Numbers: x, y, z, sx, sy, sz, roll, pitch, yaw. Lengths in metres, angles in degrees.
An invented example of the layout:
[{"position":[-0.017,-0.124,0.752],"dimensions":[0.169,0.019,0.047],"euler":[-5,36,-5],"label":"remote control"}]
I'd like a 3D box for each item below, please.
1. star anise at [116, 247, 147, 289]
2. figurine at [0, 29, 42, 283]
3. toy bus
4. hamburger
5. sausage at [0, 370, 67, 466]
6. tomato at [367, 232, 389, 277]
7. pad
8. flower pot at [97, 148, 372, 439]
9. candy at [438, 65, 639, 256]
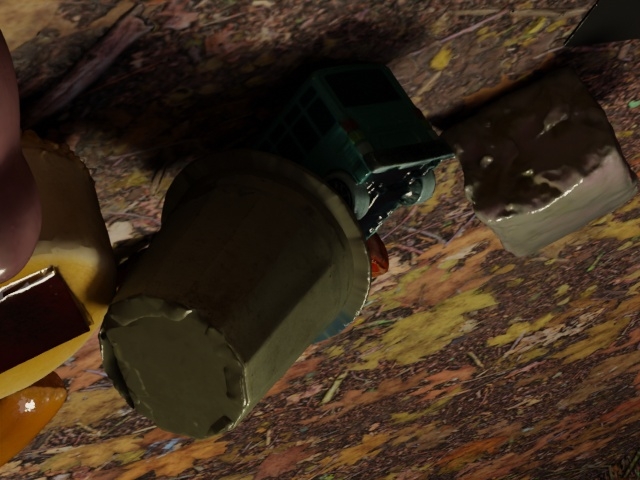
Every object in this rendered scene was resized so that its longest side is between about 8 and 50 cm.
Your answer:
[{"position":[-0.237,0.067,1.527],"dimensions":[0.212,0.053,0.157],"euler":[-30,157,13],"label":"star anise"},{"position":[-0.309,-0.098,0.903],"dimensions":[0.269,0.261,0.211],"euler":[-12,128,-21],"label":"figurine"},{"position":[-0.009,-0.044,1.363],"dimensions":[0.128,0.147,0.256],"euler":[-13,154,-47],"label":"toy bus"},{"position":[-0.316,0.021,1.192],"dimensions":[0.302,0.170,0.302],"euler":[-24,154,-12],"label":"hamburger"},{"position":[-0.390,0.220,1.683],"dimensions":[0.098,0.098,0.238],"euler":[3,145,-47],"label":"sausage"},{"position":[0.000,0.000,1.567],"dimensions":[0.155,0.069,0.155],"euler":[1,166,0],"label":"tomato"},{"position":[0.359,-0.270,1.392],"dimensions":[0.163,0.004,0.243],"euler":[-10,154,-28],"label":"pad"},{"position":[-0.091,0.054,1.234],"dimensions":[0.212,0.212,0.202],"euler":[-43,-176,40],"label":"flower pot"},{"position":[0.235,-0.079,1.537],"dimensions":[0.184,0.137,0.195],"euler":[-27,160,11],"label":"candy"}]
